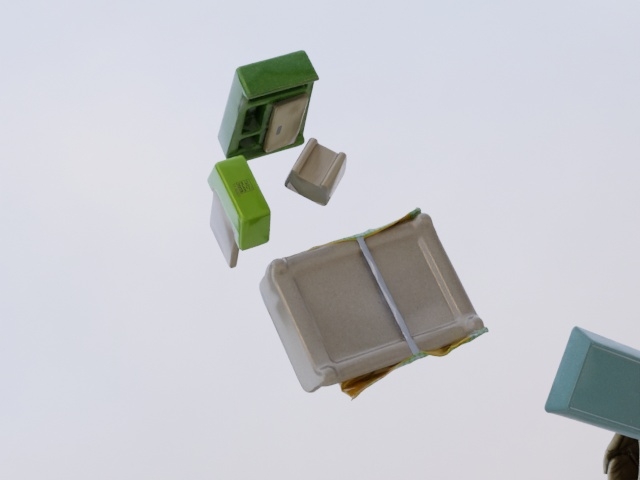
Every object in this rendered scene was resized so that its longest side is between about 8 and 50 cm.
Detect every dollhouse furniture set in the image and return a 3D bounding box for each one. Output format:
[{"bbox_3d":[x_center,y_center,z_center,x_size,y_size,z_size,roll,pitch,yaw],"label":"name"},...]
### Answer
[{"bbox_3d":[0.000,0.000,0.664,0.076,0.152,0.058,-18,-23,-18],"label":"dollhouse furniture set"}]

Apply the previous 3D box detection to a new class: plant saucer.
[{"bbox_3d":[0.241,0.118,1.228,0.192,0.018,0.067,21,-91,-46],"label":"plant saucer"}]

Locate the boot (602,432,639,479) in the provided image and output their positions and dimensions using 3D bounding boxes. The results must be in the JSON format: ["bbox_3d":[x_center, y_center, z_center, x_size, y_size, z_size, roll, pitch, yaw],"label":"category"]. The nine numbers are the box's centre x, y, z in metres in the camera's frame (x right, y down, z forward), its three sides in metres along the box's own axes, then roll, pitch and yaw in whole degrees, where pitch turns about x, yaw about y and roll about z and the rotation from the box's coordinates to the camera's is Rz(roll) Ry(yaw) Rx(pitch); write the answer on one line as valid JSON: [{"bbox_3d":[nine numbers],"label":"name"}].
[{"bbox_3d":[0.352,0.230,1.541,0.165,0.077,0.213,-14,-48,-16],"label":"boot"}]
